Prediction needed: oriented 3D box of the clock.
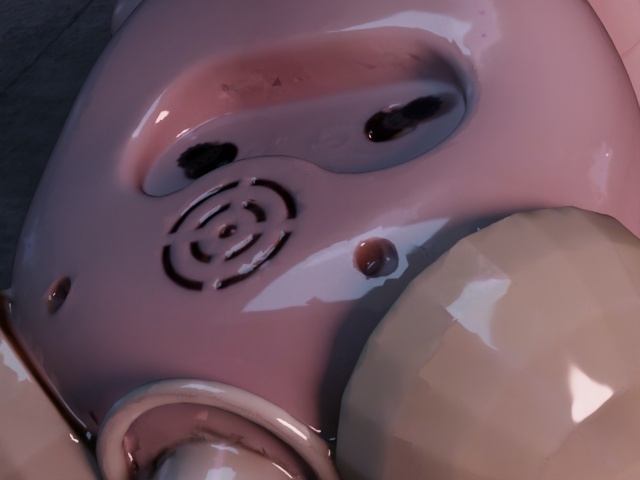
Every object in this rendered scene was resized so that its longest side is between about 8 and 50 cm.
[{"bbox_3d":[0.000,0.000,0.531,0.342,0.184,0.325,-11,44,29],"label":"clock"}]
